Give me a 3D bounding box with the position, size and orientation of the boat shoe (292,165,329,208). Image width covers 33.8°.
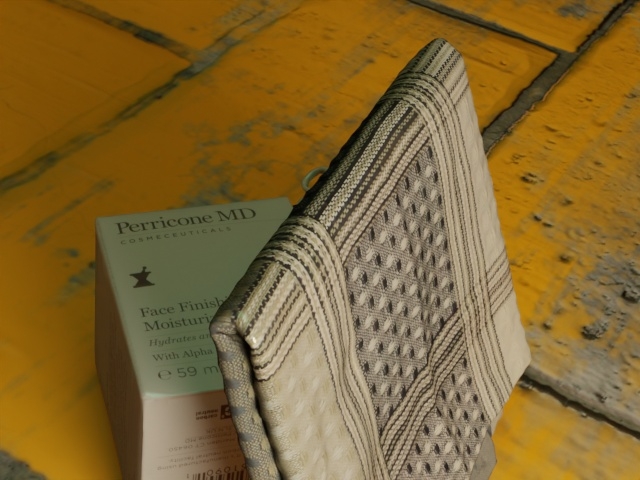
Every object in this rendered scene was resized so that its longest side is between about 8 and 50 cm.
[{"bbox_3d":[0.001,0.003,0.905,0.306,0.105,0.113,1,39,-9],"label":"boat shoe"}]

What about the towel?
[{"bbox_3d":[0.058,0.084,0.659,0.056,0.324,0.312,4,35,26],"label":"towel"}]

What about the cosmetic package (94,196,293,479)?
[{"bbox_3d":[-0.073,0.086,0.752,0.151,0.151,0.183,-7,41,-19],"label":"cosmetic package"}]
